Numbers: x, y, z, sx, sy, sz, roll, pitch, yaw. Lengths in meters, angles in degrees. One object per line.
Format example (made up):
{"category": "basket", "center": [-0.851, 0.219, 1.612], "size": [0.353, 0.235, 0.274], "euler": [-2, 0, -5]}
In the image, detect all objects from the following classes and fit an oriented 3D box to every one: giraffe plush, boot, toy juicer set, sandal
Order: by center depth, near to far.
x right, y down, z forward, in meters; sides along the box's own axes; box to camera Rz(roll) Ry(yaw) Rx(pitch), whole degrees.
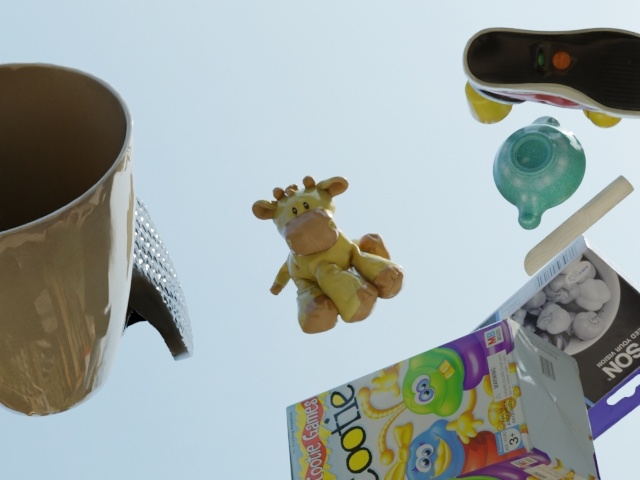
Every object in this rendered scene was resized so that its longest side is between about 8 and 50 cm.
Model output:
{"category": "boot", "center": [0.279, -0.177, 1.375], "size": [0.176, 0.244, 0.088], "euler": [5, -85, -80]}
{"category": "sandal", "center": [-0.252, 0.022, 1.506], "size": [0.107, 0.167, 0.446], "euler": [-16, -29, 5]}
{"category": "giraffe plush", "center": [0.000, 0.000, 1.754], "size": [0.181, 0.210, 0.170], "euler": [-33, -52, -18]}
{"category": "toy juicer set", "center": [0.343, -0.121, 1.794], "size": [0.209, 0.329, 0.089], "euler": [-22, -26, 13]}

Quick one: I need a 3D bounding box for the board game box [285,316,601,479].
{"category": "board game box", "center": [0.118, 0.207, 1.278], "size": [0.275, 0.142, 0.144], "euler": [-26, -37, 30]}

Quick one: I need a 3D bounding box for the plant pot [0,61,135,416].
{"category": "plant pot", "center": [-0.273, 0.023, 1.143], "size": [0.256, 0.256, 0.274], "euler": [-24, -47, -21]}

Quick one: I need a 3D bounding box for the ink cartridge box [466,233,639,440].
{"category": "ink cartridge box", "center": [0.286, 0.128, 1.387], "size": [0.208, 0.045, 0.206], "euler": [39, -67, -15]}
